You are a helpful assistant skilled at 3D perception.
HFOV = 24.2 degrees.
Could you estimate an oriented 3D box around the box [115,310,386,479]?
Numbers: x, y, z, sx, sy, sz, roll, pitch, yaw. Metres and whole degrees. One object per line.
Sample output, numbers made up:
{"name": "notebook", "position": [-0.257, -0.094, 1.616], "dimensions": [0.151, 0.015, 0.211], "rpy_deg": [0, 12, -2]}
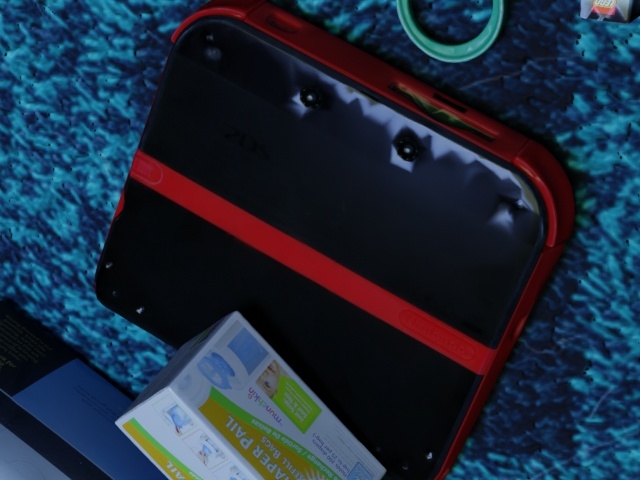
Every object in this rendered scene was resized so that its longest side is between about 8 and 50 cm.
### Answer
{"name": "box", "position": [-0.060, 0.183, 1.319], "dimensions": [0.203, 0.114, 0.103], "rpy_deg": [47, 138, -7]}

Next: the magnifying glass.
{"name": "magnifying glass", "position": [0.084, -0.256, 1.218], "dimensions": [0.092, 0.026, 0.231], "rpy_deg": [-18, 96, 26]}

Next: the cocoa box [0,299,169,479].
{"name": "cocoa box", "position": [-0.275, 0.267, 1.404], "dimensions": [0.347, 0.228, 0.231], "rpy_deg": [36, 116, 9]}

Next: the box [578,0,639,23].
{"name": "box", "position": [0.231, -0.224, 1.061], "dimensions": [0.036, 0.207, 0.114], "rpy_deg": [12, 109, 20]}

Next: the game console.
{"name": "game console", "position": [0.000, 0.000, 1.317], "dimensions": [0.387, 0.060, 0.342], "rpy_deg": [30, 120, 14]}
